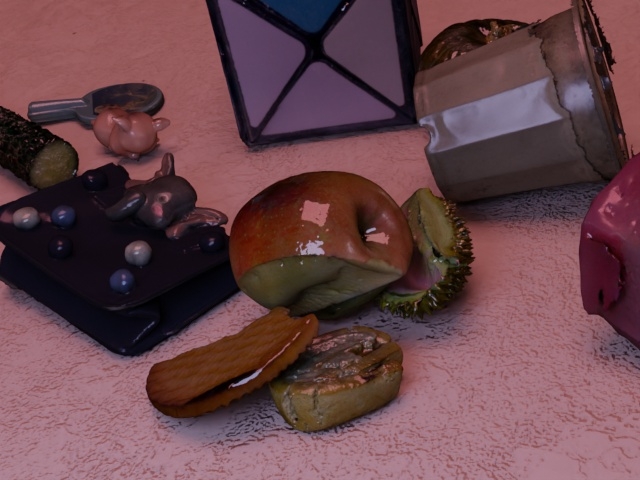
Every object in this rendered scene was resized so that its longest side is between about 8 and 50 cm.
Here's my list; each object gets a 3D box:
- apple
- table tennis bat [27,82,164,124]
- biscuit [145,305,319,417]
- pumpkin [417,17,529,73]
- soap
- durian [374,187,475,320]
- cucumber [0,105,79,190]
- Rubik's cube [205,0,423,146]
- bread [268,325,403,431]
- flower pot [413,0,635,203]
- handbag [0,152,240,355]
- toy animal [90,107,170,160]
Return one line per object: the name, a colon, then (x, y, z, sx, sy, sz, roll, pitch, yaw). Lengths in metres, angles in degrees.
apple: (0.000, 0.000, 1.544, 0.188, 0.174, 0.207, -34, -21, 35)
table tennis bat: (-0.388, -0.232, 2.243, 0.237, 0.038, 0.149, -5, 32, 5)
biscuit: (-0.109, 0.139, 1.482, 0.228, 0.031, 0.176, -5, 33, 52)
pumpkin: (0.253, -0.249, 1.938, 0.223, 0.157, 0.224, 2, 32, -1)
soap: (0.430, -0.016, 1.441, 0.324, 0.220, 0.127, -23, 29, -21)
durian: (0.133, 0.032, 1.581, 0.137, 0.095, 0.221, -53, 17, 18)
cucumber: (-0.514, -0.174, 2.131, 0.096, 0.096, 0.359, -28, 36, -26)
Rubik's cube: (-0.006, -0.358, 2.053, 0.305, 0.310, 0.307, -6, 30, 8)
bread: (0.019, 0.149, 1.453, 0.156, 0.064, 0.117, -22, 34, -14)
flower pot: (0.269, -0.171, 1.722, 0.259, 0.290, 0.290, -13, 29, 18)
handbag: (-0.256, 0.000, 1.730, 0.325, 0.118, 0.269, 28, 45, 37)
toy animal: (-0.314, -0.176, 2.079, 0.150, 0.089, 0.083, 8, 39, 45)
